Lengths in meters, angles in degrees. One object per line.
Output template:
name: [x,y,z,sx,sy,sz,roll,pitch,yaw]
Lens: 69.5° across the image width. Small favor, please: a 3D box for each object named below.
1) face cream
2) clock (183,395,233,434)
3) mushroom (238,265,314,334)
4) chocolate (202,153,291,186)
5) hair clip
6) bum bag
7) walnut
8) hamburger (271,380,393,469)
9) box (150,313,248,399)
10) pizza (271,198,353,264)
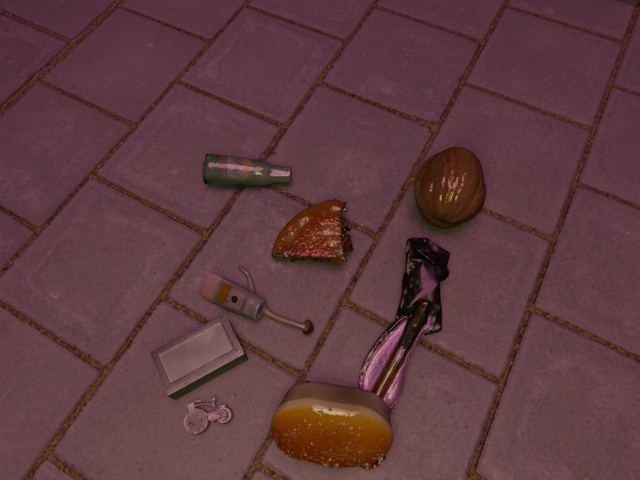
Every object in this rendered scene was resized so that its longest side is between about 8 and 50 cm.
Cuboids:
face cream: [-0.258,0.166,1.359,0.198,0.057,0.084,21,92,18]
clock: [-0.301,0.465,1.234,0.129,0.041,0.087,-14,67,0]
mushroom: [-0.150,0.187,1.372,0.306,0.043,0.068,34,57,18]
chocolate: [-0.243,-0.230,1.551,0.291,0.110,0.110,4,64,1]
hair clip: [0.206,0.309,1.261,0.110,0.095,0.359,31,87,-11]
bum bag: [0.303,0.139,1.358,0.137,0.074,0.310,10,78,6]
walnut: [0.403,-0.166,1.429,0.225,0.225,0.261,17,70,10]
hamburger: [0.030,0.458,1.131,0.295,0.227,0.151,7,41,9]
box: [-0.334,0.322,1.282,0.225,0.086,0.129,-28,66,-12]
pizza: [0.000,0.000,1.434,0.289,0.081,0.229,-42,63,-17]
